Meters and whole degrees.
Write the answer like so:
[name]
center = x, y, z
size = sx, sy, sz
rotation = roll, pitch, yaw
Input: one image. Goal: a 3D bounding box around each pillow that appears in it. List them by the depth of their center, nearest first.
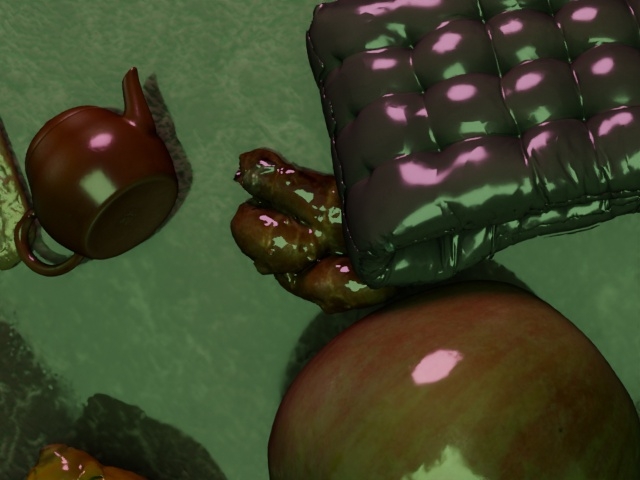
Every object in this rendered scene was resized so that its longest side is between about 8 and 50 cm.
[pillow]
center = 0.163, -0.100, 1.032
size = 0.326, 0.101, 0.228
rotation = -11, 63, 1

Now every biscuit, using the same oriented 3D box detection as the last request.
[biscuit]
center = -0.270, -0.045, 1.122
size = 0.071, 0.018, 0.147
rotation = -20, 93, 0

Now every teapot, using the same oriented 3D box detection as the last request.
[teapot]
center = -0.175, -0.049, 1.082
size = 0.116, 0.116, 0.173
rotation = 39, 107, -2

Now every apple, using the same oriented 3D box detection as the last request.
[apple]
center = 0.097, 0.157, 1.026
size = 0.257, 0.257, 0.234
rotation = 44, 70, -2

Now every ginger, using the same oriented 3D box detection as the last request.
[ginger]
center = 0.000, 0.000, 1.097
size = 0.162, 0.073, 0.103
rotation = 22, 81, 5

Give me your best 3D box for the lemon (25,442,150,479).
[lemon]
center = -0.162, 0.270, 1.061
size = 0.188, 0.188, 0.257
rotation = -19, 94, 2
